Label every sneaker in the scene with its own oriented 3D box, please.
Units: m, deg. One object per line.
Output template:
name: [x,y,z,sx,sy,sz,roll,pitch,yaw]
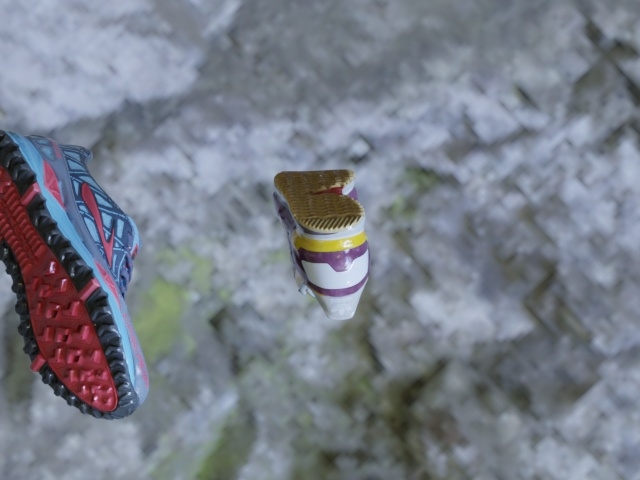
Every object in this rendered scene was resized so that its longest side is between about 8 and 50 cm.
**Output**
sneaker: [-0.180,0.018,1.460,0.125,0.104,0.261,-4,61,-46]
sneaker: [0.000,0.000,1.377,0.185,0.070,0.083,-97,-176,-74]
